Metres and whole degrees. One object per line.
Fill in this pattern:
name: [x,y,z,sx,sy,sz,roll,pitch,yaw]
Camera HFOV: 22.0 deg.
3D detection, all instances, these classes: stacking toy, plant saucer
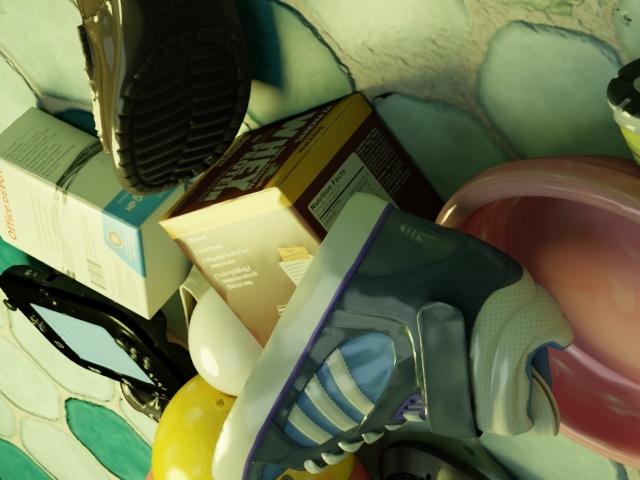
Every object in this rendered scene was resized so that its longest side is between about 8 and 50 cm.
stacking toy: [-0.073,0.246,1.706,0.350,0.350,0.480,18,130,30]
plant saucer: [0.246,0.053,1.308,0.332,0.084,0.332,28,147,20]

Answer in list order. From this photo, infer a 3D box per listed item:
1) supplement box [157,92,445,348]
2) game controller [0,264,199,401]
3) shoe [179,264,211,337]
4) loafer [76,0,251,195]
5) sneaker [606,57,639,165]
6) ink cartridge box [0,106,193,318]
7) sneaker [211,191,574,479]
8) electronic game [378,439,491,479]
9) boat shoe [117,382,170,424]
supplement box: [0.000,0.000,1.458,0.191,0.129,0.194,-14,120,52]
game controller: [-0.251,0.108,1.865,0.319,0.067,0.166,12,138,53]
shoe: [-0.119,0.094,1.759,0.076,0.058,0.219,26,145,21]
loafer: [-0.143,-0.200,1.395,0.130,0.134,0.366,50,148,39]
sneaker: [0.301,-0.059,1.141,0.208,0.081,0.094,27,153,31]
ink cartridge box: [-0.239,-0.030,1.706,0.203,0.086,0.148,27,145,21]
sneaker: [0.067,0.133,1.324,0.236,0.130,0.323,29,123,3]
electronic game: [0.153,0.299,1.737,0.229,0.048,0.229,34,151,22]
boat shoe: [-0.192,0.200,1.973,0.038,0.046,0.125,-11,125,51]
